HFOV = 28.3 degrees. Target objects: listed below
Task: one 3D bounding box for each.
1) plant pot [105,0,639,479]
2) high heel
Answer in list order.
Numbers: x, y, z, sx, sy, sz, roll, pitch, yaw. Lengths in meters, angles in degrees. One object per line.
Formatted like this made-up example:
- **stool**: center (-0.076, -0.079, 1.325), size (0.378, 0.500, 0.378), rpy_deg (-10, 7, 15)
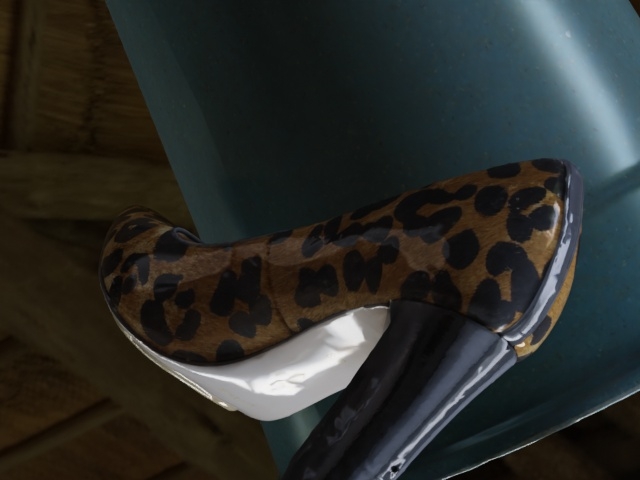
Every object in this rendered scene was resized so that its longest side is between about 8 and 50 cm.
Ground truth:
- **plant pot**: center (0.052, -0.070, 0.735), size (0.341, 0.341, 0.334), rpy_deg (-26, -89, 20)
- **high heel**: center (0.000, 0.000, 0.579), size (0.186, 0.093, 0.261), rpy_deg (-50, -139, 4)
